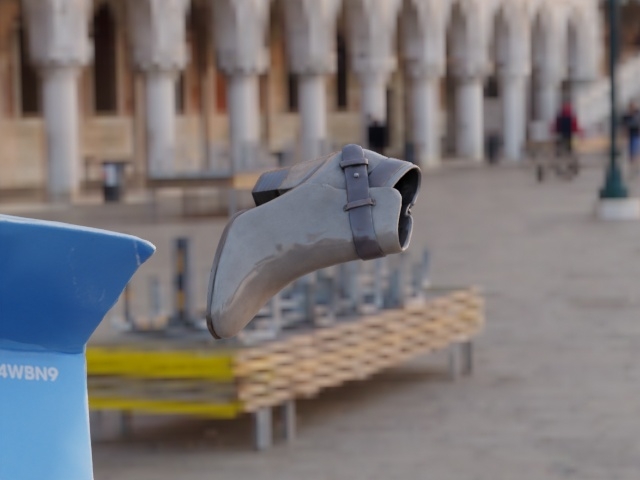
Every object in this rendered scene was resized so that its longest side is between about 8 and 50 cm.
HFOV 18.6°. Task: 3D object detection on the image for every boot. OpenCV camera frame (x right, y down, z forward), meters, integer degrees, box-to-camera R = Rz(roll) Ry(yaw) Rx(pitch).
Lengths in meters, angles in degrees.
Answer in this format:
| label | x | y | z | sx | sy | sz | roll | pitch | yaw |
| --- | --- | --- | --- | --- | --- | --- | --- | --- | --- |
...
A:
| label | x | y | z | sx | sy | sz | roll | pitch | yaw |
| --- | --- | --- | --- | --- | --- | --- | --- | --- | --- |
| boot | 0.000 | 0.000 | 0.964 | 0.087 | 0.118 | 0.042 | 1 | -37 | 24 |

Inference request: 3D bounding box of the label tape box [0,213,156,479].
| label | x | y | z | sx | sy | sz | roll | pitch | yaw |
| --- | --- | --- | --- | --- | --- | --- | --- | --- | --- |
| label tape box | -0.225 | 0.138 | 0.721 | 0.249 | 0.347 | 0.115 | 8 | 43 | -31 |
